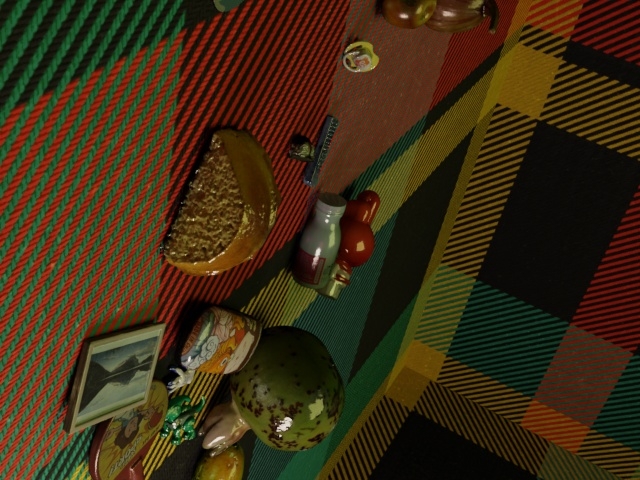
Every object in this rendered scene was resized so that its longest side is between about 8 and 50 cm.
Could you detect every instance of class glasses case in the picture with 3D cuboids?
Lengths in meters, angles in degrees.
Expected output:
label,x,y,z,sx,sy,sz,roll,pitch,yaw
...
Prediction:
label,x,y,z,sx,sy,sz,roll,pitch,yaw
glasses case,-0.191,0.191,1.618,0.122,0.082,0.321,-65,164,-3

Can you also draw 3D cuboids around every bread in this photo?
label,x,y,z,sx,sy,sz,roll,pitch,yaw
bread,-0.142,-0.044,1.330,0.260,0.134,0.129,-67,162,11

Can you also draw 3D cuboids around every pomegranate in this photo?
label,x,y,z,sx,sy,sz,roll,pitch,yaw
pomegranate,-0.118,0.352,1.850,0.341,0.285,0.285,-30,160,0

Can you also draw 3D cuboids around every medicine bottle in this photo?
label,x,y,z,sx,sy,sz,roll,pitch,yaw
medicine bottle,0.000,0.000,1.902,0.090,0.090,0.216,-38,148,-57

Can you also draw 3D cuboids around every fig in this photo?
label,x,y,z,sx,sy,sz,roll,pitch,yaw
fig,0.334,-0.545,1.914,0.175,0.207,0.175,-43,143,-44

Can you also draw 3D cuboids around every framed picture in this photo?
label,x,y,z,sx,sy,sz,roll,pitch,yaw
framed picture,-0.320,0.211,1.326,0.203,0.015,0.150,-6,114,-67

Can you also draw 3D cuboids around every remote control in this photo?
label,x,y,z,sx,sy,sz,roll,pitch,yaw
remote control,0.000,-0.185,1.744,0.043,0.027,0.152,4,109,-66

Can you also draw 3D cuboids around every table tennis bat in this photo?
label,x,y,z,sx,sy,sz,roll,pitch,yaw
table tennis bat,-0.342,0.366,1.510,0.200,0.038,0.310,-47,153,-43

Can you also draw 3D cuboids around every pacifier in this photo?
label,x,y,z,sx,sy,sz,roll,pitch,yaw
pacifier,0.077,-0.374,1.674,0.083,0.068,0.064,51,30,-50

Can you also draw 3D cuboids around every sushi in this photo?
label,x,y,z,sx,sy,sz,roll,pitch,yaw
sushi,-0.037,-0.180,1.637,0.083,0.044,0.046,12,82,-75

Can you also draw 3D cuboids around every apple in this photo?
label,x,y,z,sx,sy,sz,roll,pitch,yaw
apple,0.181,-0.486,1.714,0.114,0.102,0.099,-36,149,-57

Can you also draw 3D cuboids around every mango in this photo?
label,x,y,z,sx,sy,sz,roll,pitch,yaw
mango,-0.246,0.560,1.958,0.125,0.111,0.233,-14,142,-51

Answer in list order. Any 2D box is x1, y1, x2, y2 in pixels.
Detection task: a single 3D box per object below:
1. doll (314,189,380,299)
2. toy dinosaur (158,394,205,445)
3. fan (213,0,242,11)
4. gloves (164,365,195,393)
label,x,y,z,sx,sy,sz,roll,pitch,yaw
doll,0.068,0.003,2.053,0.161,0.130,0.290,49,63,-72
toy dinosaur,-0.272,0.342,1.650,0.132,0.059,0.096,-23,131,-54
fan,-0.128,-0.361,1.126,0.175,0.005,0.113,-33,146,-63
gloves,-0.267,0.254,1.581,0.086,0.026,0.064,-19,132,-61
